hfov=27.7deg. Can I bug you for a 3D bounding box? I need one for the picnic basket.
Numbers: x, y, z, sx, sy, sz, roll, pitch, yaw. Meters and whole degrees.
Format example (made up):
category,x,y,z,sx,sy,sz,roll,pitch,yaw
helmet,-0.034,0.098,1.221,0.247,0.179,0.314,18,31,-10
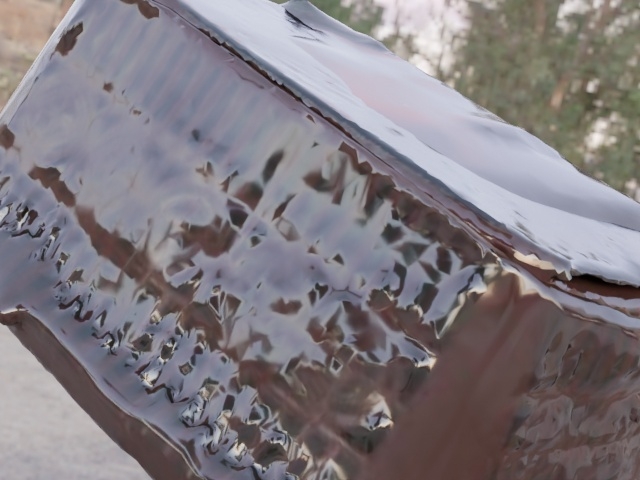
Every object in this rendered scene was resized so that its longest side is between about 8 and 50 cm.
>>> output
category,x,y,z,sx,sy,sz,roll,pitch,yaw
picnic basket,0.000,0.000,0.489,0.297,0.129,0.222,37,21,33
